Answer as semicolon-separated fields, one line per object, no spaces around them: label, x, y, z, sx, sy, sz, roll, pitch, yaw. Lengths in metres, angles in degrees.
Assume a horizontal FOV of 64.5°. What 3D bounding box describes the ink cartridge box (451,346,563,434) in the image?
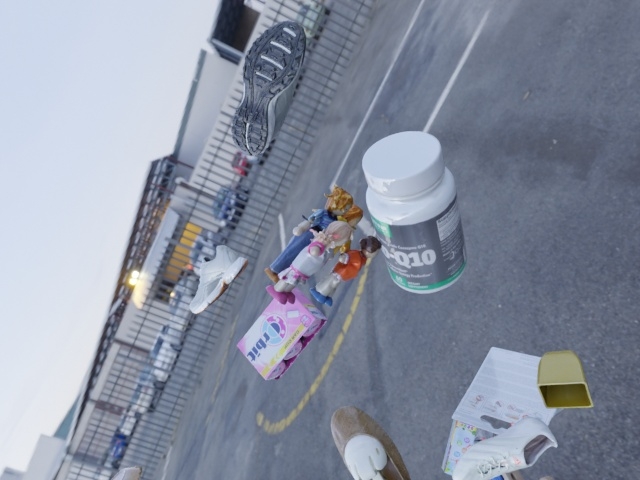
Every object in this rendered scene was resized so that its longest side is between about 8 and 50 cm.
ink cartridge box;0.422;0.343;1.103;0.189;0.066;0.232;6;41;41

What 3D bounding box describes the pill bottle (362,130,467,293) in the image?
pill bottle;0.223;-0.060;1.192;0.204;0.204;0.361;-79;-26;-44

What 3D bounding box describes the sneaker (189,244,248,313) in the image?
sneaker;-0.346;0.118;1.611;0.262;0.121;0.099;-47;0;17

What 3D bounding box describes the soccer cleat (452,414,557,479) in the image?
soccer cleat;0.326;0.385;0.905;0.196;0.068;0.076;-31;18;-4

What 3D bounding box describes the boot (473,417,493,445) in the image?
boot;0.536;0.697;1.788;0.095;0.123;0.258;-59;-11;17

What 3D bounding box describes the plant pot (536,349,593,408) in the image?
plant pot;0.445;0.249;0.931;0.081;0.081;0.083;-13;38;28

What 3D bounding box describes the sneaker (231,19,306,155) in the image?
sneaker;-0.096;-0.299;0.991;0.271;0.100;0.108;-62;-6;36

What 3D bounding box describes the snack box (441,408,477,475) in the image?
snack box;0.461;0.666;1.675;0.174;0.070;0.207;62;-134;-69

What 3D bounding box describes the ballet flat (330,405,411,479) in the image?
ballet flat;0.126;0.501;1.034;0.116;0.342;0.124;-32;-13;8

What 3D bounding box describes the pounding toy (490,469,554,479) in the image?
pounding toy;0.533;0.697;1.380;0.206;0.094;0.181;-48;44;27

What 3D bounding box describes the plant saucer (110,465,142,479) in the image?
plant saucer;-0.244;0.298;0.593;0.083;0.015;0.083;-43;12;12

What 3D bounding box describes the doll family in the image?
doll family;0.000;0.000;0.757;0.163;0.118;0.263;-48;-18;8

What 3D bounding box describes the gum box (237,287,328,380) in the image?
gum box;-0.088;0.206;1.111;0.188;0.107;0.062;-51;-28;10
